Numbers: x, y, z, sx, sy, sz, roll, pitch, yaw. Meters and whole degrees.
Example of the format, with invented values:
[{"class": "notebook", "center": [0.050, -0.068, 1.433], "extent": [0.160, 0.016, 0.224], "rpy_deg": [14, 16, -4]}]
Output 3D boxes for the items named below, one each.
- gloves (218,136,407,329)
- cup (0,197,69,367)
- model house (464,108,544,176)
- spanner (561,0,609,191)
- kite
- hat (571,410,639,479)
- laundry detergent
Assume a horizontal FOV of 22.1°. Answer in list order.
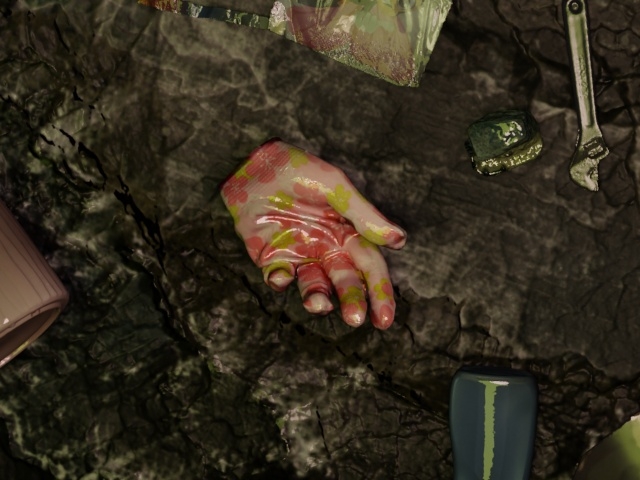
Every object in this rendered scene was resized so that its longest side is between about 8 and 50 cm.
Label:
[{"class": "gloves", "center": [0.000, 0.003, 1.761], "extent": [0.145, 0.126, 0.241], "rpy_deg": [-37, 80, -7]}, {"class": "cup", "center": [-0.465, 0.040, 1.866], "extent": [0.288, 0.208, 0.273], "rpy_deg": [-41, 84, 16]}, {"class": "model house", "center": [0.186, -0.102, 1.707], "extent": [0.078, 0.083, 0.066], "rpy_deg": [-19, 91, 18]}, {"class": "spanner", "center": [0.273, -0.154, 1.710], "extent": [0.046, 0.012, 0.208], "rpy_deg": [-6, 94, 19]}, {"class": "kite", "center": [-0.031, -0.288, 1.791], "extent": [0.360, 0.022, 0.204], "rpy_deg": [9, 98, 16]}, {"class": "hat", "center": [0.428, 0.336, 1.560], "extent": [0.366, 0.257, 0.382], "rpy_deg": [-33, 108, -3]}, {"class": "laundry detergent", "center": [0.183, 0.240, 1.755], "extent": [0.096, 0.061, 0.206], "rpy_deg": [2, 97, 9]}]
